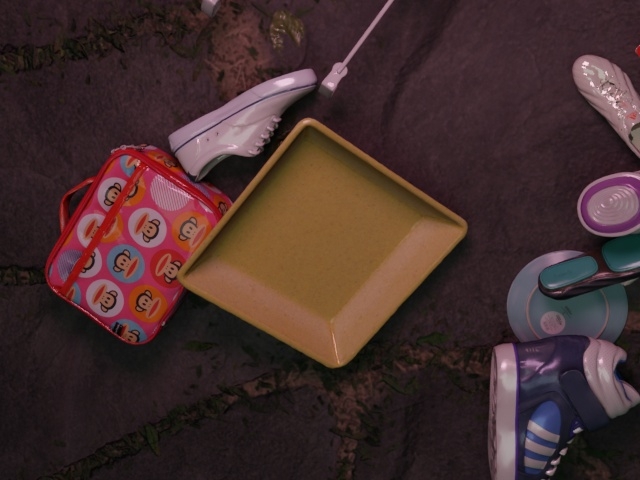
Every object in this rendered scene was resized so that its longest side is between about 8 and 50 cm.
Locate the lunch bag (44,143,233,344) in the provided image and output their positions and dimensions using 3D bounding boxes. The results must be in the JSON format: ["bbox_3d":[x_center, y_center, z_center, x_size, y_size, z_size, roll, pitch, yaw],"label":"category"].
[{"bbox_3d":[-0.306,-0.006,1.799,0.258,0.120,0.293,35,106,3],"label":"lunch bag"}]

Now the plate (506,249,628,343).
[{"bbox_3d":[0.388,0.108,1.742,0.188,0.024,0.188,3,106,9],"label":"plate"}]

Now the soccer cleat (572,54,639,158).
[{"bbox_3d":[0.443,-0.192,1.620,0.068,0.076,0.196,-39,95,18],"label":"soccer cleat"}]

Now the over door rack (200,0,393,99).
[{"bbox_3d":[0.011,-0.401,1.596,0.239,0.108,0.324,36,94,0],"label":"over door rack"}]

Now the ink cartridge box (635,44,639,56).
[{"bbox_3d":[0.549,-0.256,1.554,0.145,0.045,0.179,-46,121,9],"label":"ink cartridge box"}]

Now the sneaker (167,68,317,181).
[{"bbox_3d":[-0.108,-0.177,1.714,0.258,0.094,0.091,-27,90,16],"label":"sneaker"}]

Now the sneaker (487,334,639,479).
[{"bbox_3d":[0.388,0.297,1.741,0.236,0.130,0.323,-2,114,2],"label":"sneaker"}]

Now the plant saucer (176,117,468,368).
[{"bbox_3d":[0.000,0.000,1.711,0.332,0.081,0.333,32,111,-25],"label":"plant saucer"}]

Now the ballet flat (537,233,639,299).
[{"bbox_3d":[0.429,0.044,1.676,0.203,0.074,0.074,-20,101,11],"label":"ballet flat"}]

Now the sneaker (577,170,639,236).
[{"bbox_3d":[0.530,-0.074,1.591,0.305,0.152,0.114,-7,89,26],"label":"sneaker"}]
